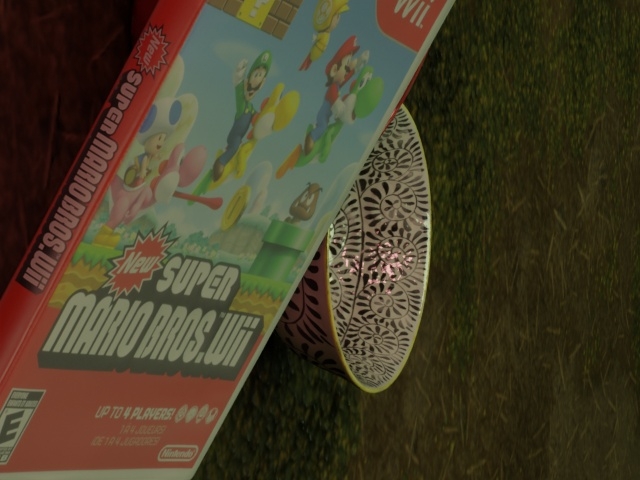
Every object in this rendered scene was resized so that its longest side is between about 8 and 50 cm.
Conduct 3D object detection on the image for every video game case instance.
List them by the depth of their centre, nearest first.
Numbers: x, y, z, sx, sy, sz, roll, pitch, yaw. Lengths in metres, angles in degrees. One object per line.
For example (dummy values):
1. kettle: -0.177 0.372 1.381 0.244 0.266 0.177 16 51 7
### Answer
1. video game case: -0.047 -0.017 0.755 0.285 0.025 0.204 -62 155 6

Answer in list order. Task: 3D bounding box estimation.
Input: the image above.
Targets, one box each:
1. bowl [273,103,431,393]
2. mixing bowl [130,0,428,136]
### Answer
1. bowl: 0.000 0.000 0.974 0.170 0.080 0.170 3 90 -69
2. mixing bowl: -0.027 -0.111 0.833 0.181 0.098 0.181 -44 153 -30
